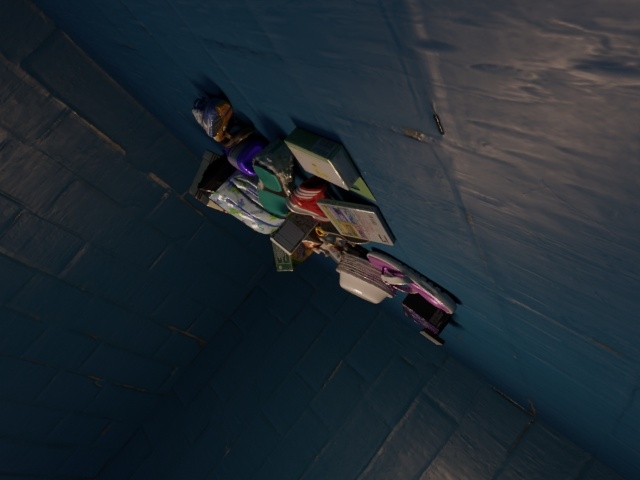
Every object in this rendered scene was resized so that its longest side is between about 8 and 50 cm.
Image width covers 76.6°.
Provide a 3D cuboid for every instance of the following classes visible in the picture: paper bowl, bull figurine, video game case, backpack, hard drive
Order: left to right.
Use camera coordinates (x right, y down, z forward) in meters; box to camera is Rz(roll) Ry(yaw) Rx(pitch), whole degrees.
[{"bbox_3d":[-0.273,-0.185,1.627,0.355,0.274,0.290,53,-166,-25],"label":"backpack"},{"bbox_3d":[0.000,0.000,1.728,0.311,0.101,0.189,-1,-154,-46],"label":"bull figurine"},{"bbox_3d":[0.071,0.074,2.232,0.300,0.036,0.329,45,176,14],"label":"video game case"},{"bbox_3d":[0.112,-0.056,1.239,0.194,0.023,0.212,12,160,31],"label":"video game case"},{"bbox_3d":[0.201,0.180,1.818,0.285,0.147,0.284,26,172,4],"label":"paper bowl"},{"bbox_3d":[0.489,0.421,1.775,0.094,0.022,0.135,35,172,13],"label":"hard drive"}]

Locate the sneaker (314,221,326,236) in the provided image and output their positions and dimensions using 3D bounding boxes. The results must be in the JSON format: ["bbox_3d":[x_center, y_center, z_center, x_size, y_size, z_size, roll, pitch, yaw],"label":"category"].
[{"bbox_3d":[0.008,-0.067,1.619,0.088,0.092,0.225,39,178,-3],"label":"sneaker"}]

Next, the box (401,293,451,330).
[{"bbox_3d":[0.455,0.310,1.740,0.184,0.103,0.261,39,174,23],"label":"box"}]

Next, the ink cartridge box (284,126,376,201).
[{"bbox_3d":[0.029,-0.173,1.031,0.171,0.056,0.235,32,168,40],"label":"ink cartridge box"}]

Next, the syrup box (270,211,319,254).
[{"bbox_3d":[-0.064,-0.068,1.410,0.093,0.236,0.096,40,172,-3],"label":"syrup box"}]

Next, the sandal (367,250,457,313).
[{"bbox_3d":[0.307,0.159,1.508,0.416,0.102,0.169,32,170,44],"label":"sandal"}]

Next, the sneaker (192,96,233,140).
[{"bbox_3d":[-0.364,-0.407,1.310,0.131,0.111,0.296,41,172,-10],"label":"sneaker"}]

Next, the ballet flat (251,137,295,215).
[{"bbox_3d":[-0.128,-0.199,1.315,0.147,0.147,0.409,38,166,5],"label":"ballet flat"}]

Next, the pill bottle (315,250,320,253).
[{"bbox_3d":[0.010,0.003,1.956,0.067,0.120,0.067,37,173,5],"label":"pill bottle"}]

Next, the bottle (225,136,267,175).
[{"bbox_3d":[-0.267,-0.306,1.415,0.092,0.118,0.283,42,178,-33],"label":"bottle"}]

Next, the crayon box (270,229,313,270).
[{"bbox_3d":[-0.118,-0.007,1.890,0.083,0.202,0.323,-3,-164,20],"label":"crayon box"}]

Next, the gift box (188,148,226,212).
[{"bbox_3d":[-0.422,-0.274,1.902,0.255,0.257,0.277,30,-171,40],"label":"gift box"}]

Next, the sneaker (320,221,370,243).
[{"bbox_3d":[0.118,-0.035,1.439,0.222,0.083,0.118,21,-177,41],"label":"sneaker"}]

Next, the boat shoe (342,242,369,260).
[{"bbox_3d":[0.162,0.055,1.837,0.137,0.043,0.049,35,170,18],"label":"boat shoe"}]

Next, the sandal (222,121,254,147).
[{"bbox_3d":[-0.282,-0.353,1.329,0.060,0.090,0.219,52,169,-22],"label":"sandal"}]

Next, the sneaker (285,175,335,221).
[{"bbox_3d":[0.012,-0.131,1.264,0.222,0.128,0.086,1,-123,-42],"label":"sneaker"}]
